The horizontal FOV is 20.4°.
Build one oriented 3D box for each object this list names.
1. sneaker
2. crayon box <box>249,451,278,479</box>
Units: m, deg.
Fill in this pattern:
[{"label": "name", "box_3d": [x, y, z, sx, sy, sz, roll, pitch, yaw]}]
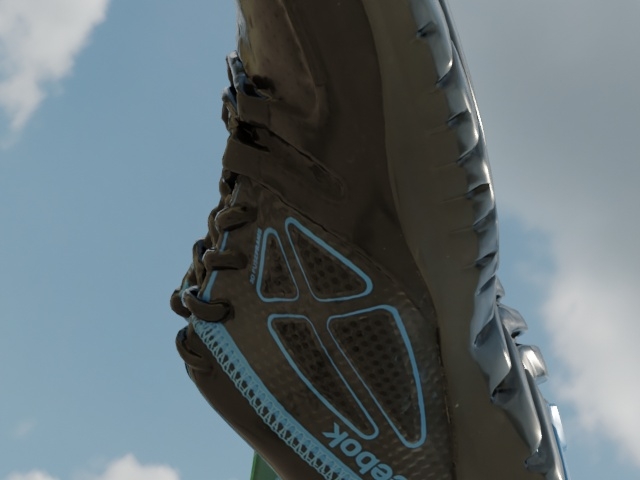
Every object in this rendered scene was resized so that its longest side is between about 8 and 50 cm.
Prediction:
[{"label": "sneaker", "box_3d": [0.000, 0.000, 0.654, 0.139, 0.125, 0.341, -13, -69, 8]}, {"label": "crayon box", "box_3d": [0.061, 0.295, 1.774, 0.278, 0.165, 0.081, 9, -31, -1]}]
